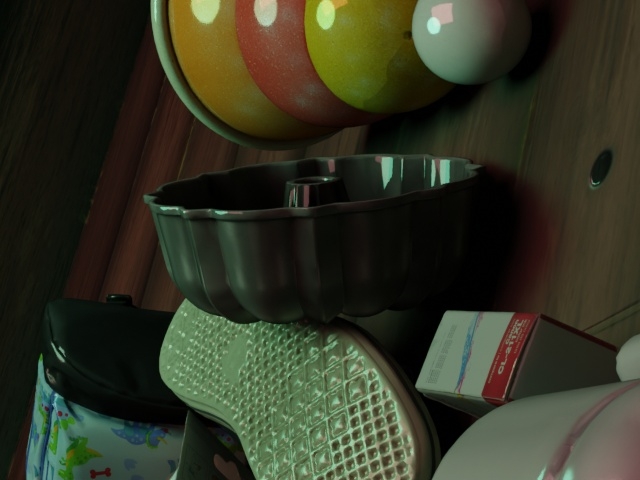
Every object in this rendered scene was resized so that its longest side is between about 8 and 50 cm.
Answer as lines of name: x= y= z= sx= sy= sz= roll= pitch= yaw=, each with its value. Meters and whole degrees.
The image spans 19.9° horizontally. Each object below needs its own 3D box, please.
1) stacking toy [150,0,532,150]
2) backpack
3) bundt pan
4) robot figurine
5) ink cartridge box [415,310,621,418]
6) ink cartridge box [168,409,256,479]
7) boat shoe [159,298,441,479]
stacking toy: x=0.068 y=-0.247 z=1.969 sx=0.480 sy=0.351 sz=0.350 roll=16 pitch=84 yaw=54
backpack: x=-0.214 y=0.271 z=2.097 sx=0.273 sy=0.290 sz=0.355 roll=-96 pitch=24 yaw=-44
bundt pan: x=0.000 y=0.000 z=1.762 sx=0.331 sy=0.331 sz=0.124 roll=-148 pitch=51 yaw=-73
robot figurine: x=0.189 y=0.183 z=1.086 sx=0.353 sy=0.200 sz=0.299 roll=158 pitch=128 yaw=-68
ink cartridge box: x=0.167 y=0.107 z=1.373 sx=0.072 sy=0.127 sz=0.175 roll=-69 pitch=17 yaw=-8
ink cartridge box: x=-0.120 y=0.325 z=1.891 sx=0.066 sy=0.189 sz=0.232 roll=-23 pitch=40 yaw=21
boat shoe: x=-0.001 y=0.167 z=1.787 sx=0.186 sy=0.156 sz=0.500 roll=-63 pitch=29 yaw=-1
